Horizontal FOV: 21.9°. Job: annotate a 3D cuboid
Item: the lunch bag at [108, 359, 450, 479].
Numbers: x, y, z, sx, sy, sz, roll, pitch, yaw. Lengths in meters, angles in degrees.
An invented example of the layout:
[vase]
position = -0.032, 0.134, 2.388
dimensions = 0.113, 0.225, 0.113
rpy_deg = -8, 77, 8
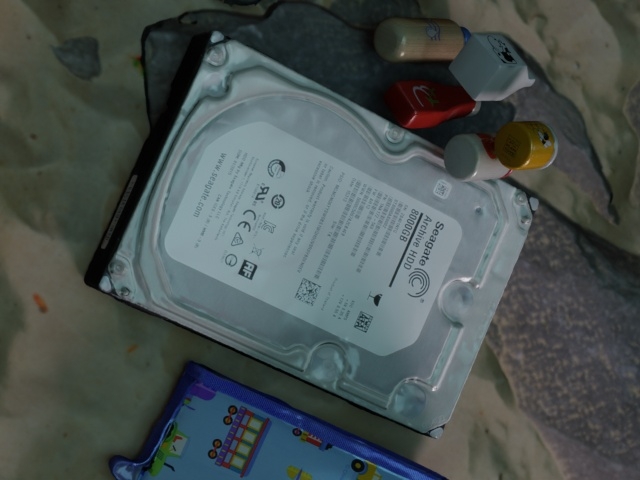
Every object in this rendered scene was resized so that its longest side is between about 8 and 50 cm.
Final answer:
[lunch bag]
position = -0.044, 0.251, 1.380
dimensions = 0.293, 0.138, 0.221
rpy_deg = 26, 86, -12

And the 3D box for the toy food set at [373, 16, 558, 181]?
[toy food set]
position = 0.131, -0.137, 1.404
dimensions = 0.104, 0.111, 0.232
rpy_deg = -6, 52, -45

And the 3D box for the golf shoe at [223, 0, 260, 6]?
[golf shoe]
position = -0.071, -0.290, 1.349
dimensions = 0.077, 0.094, 0.198
rpy_deg = -13, 99, -22

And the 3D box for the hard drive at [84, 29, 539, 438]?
[hard drive]
position = 0.000, 0.000, 1.409
dimensions = 0.339, 0.064, 0.236
rpy_deg = 27, 83, -22
